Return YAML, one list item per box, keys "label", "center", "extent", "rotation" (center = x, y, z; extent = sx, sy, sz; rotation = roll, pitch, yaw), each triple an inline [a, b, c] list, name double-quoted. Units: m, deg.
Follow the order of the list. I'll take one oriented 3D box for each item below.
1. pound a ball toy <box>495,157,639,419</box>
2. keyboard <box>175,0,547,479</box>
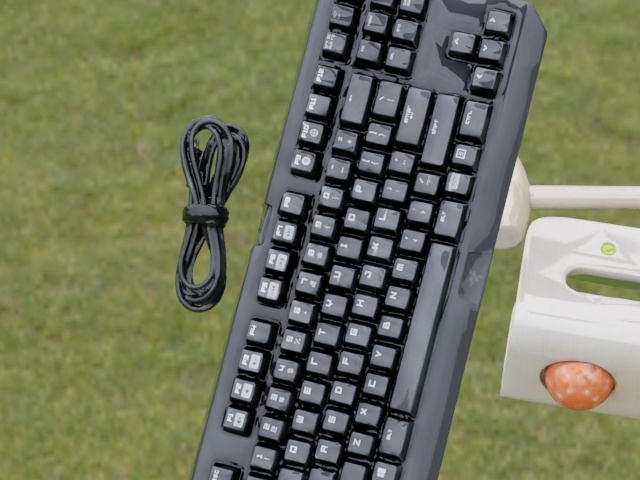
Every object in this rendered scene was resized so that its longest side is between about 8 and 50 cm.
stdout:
- label: "pound a ball toy"
  center: [0.259, 0.059, 1.255]
  extent: [0.319, 0.208, 0.135]
  rotation: [9, 56, 5]
- label: "keyboard"
  center: [0.000, 0.000, 0.530]
  extent: [0.108, 0.180, 0.023]
  rotation: [13, -7, 13]
